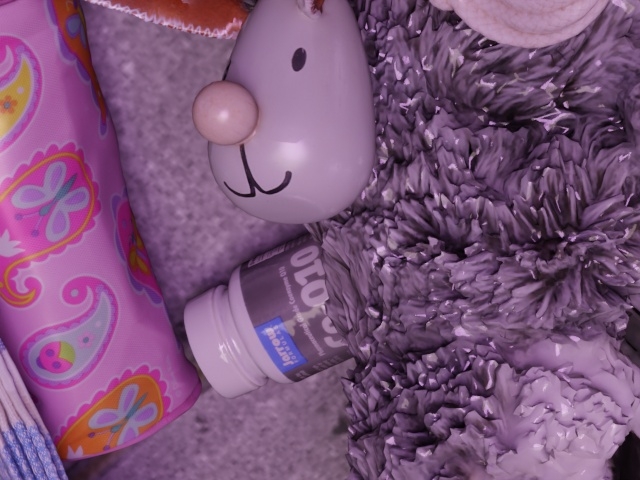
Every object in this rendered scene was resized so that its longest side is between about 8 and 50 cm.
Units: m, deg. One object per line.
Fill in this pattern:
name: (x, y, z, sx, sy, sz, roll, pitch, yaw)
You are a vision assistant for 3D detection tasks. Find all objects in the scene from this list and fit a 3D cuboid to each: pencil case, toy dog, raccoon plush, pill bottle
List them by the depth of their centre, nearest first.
toy dog: (-0.042, -0.189, 0.680, 0.220, 0.161, 0.333, -36, 63, 29)
raccoon plush: (0.000, 0.000, 0.811, 0.446, 0.216, 0.299, 29, 70, 15)
pencil case: (-0.160, -0.012, 0.913, 0.124, 0.124, 0.284, -11, 114, 8)
pill bottle: (-0.005, 0.037, 0.945, 0.137, 0.078, 0.078, -25, 110, 13)

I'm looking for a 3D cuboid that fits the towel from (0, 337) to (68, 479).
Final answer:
towel: (-0.194, 0.140, 0.950, 0.034, 0.209, 0.285, -31, 115, -26)
